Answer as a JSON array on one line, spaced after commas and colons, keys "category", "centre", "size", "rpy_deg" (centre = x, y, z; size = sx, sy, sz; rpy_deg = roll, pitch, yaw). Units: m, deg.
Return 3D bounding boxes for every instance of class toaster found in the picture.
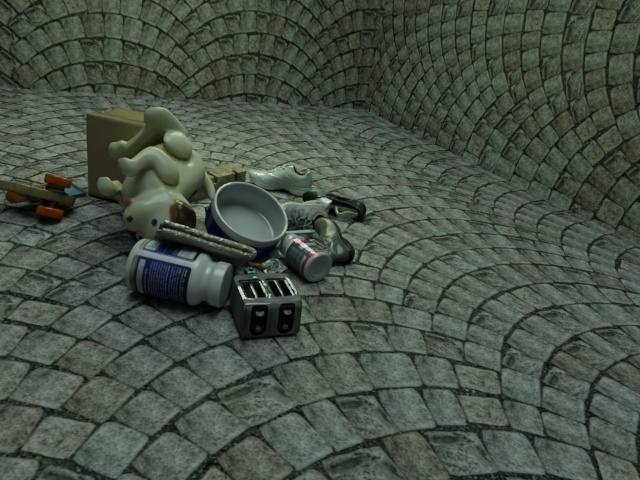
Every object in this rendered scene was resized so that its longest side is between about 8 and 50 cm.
[{"category": "toaster", "centre": [-0.152, 0.173, 1.452], "size": [0.168, 0.110, 0.185], "rpy_deg": [0, 27, -23]}]

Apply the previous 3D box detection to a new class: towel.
[{"category": "towel", "centre": [-0.333, 0.016, 1.521], "size": [0.282, 0.049, 0.187], "rpy_deg": [18, -14, -17]}]

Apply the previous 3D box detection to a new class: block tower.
[{"category": "block tower", "centre": [-0.462, -0.242, 2.219], "size": [0.097, 0.090, 0.336], "rpy_deg": [27, 30, 31]}]

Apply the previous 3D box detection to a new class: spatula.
[{"category": "spatula", "centre": [-0.099, 0.002, 1.912], "size": [0.242, 0.019, 0.168], "rpy_deg": [-5, 38, -30]}]

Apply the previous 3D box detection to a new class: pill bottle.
[{"category": "pill bottle", "centre": [-0.056, 0.050, 1.750], "size": [0.108, 0.107, 0.180], "rpy_deg": [-10, 32, -37]}, {"category": "pill bottle", "centre": [-0.388, 0.095, 1.471], "size": [0.265, 0.153, 0.153], "rpy_deg": [13, 25, 5]}]

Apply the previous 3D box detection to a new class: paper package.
[{"category": "paper package", "centre": [-0.701, -0.307, 1.991], "size": [0.310, 0.324, 0.168], "rpy_deg": [13, 24, 6]}]

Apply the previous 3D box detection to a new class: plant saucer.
[{"category": "plant saucer", "centre": [-0.972, -0.204, 2.023], "size": [0.192, 0.018, 0.067], "rpy_deg": [29, 30, 31]}]

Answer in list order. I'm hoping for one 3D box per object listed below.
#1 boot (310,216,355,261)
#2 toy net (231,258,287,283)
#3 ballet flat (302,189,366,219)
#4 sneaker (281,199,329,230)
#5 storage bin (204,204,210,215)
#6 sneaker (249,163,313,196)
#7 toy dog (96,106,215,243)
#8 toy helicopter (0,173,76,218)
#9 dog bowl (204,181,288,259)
[{"category": "boot", "centre": [0.000, 0.000, 1.887], "size": [0.161, 0.083, 0.246], "rpy_deg": [-8, 39, -31]}, {"category": "toy net", "centre": [-0.206, 0.087, 1.687], "size": [0.232, 0.045, 0.122], "rpy_deg": [-3, 28, -26]}, {"category": "ballet flat", "centre": [0.057, -0.147, 2.232], "size": [0.281, 0.095, 0.096], "rpy_deg": [11, 37, 0]}, {"category": "sneaker", "centre": [-0.078, -0.083, 2.025], "size": [0.281, 0.105, 0.115], "rpy_deg": [-19, 52, -37]}, {"category": "storage bin", "centre": [-0.369, -0.096, 1.959], "size": [0.091, 0.098, 0.135], "rpy_deg": [-14, 34, -24]}, {"category": "sneaker", "centre": [-0.173, -0.289, 2.388], "size": [0.297, 0.129, 0.111], "rpy_deg": [9, 27, -1]}, {"category": "toy dog", "centre": [-0.524, -0.147, 1.721], "size": [0.285, 0.395, 0.407], "rpy_deg": [-25, 48, 20]}, {"category": "toy helicopter", "centre": [-1.023, -0.181, 1.803], "size": [0.355, 0.140, 0.235], "rpy_deg": [14, 0, -20]}, {"category": "dog bowl", "centre": [-0.249, -0.068, 1.784], "size": [0.265, 0.104, 0.264], "rpy_deg": [20, 43, -20]}]
